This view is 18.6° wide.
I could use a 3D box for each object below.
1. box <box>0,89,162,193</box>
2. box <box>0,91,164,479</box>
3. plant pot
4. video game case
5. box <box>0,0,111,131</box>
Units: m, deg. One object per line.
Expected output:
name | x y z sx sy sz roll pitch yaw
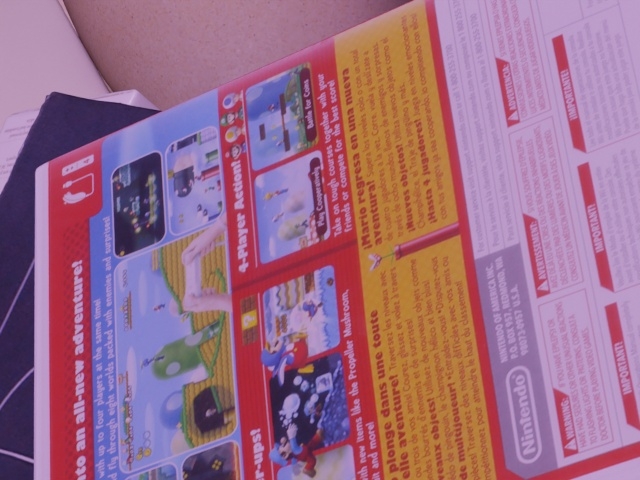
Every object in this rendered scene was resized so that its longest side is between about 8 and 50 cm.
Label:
box | -0.101 -0.005 0.940 0.102 0.101 0.087 -7 55 44
box | 0.030 0.140 0.709 0.395 0.212 0.294 13 72 38
plant pot | -0.016 -0.135 1.089 0.284 0.284 0.191 -11 61 11
video game case | 0.028 0.011 0.630 0.285 0.025 0.204 -21 53 23
box | -0.166 -0.041 1.142 0.113 0.094 0.275 -20 37 -9
